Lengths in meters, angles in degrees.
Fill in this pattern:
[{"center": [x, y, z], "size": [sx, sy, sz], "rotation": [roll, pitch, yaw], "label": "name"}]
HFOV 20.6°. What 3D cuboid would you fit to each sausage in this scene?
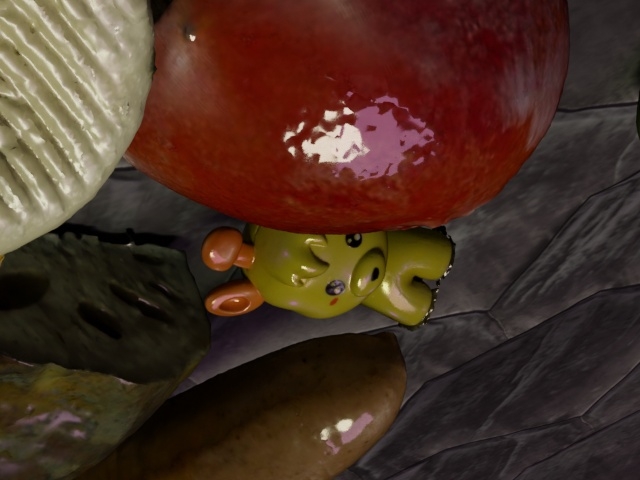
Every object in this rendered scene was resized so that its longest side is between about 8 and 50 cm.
[{"center": [-0.137, 0.197, 1.462], "size": [0.500, 0.136, 0.123], "rotation": [-23, 131, 32], "label": "sausage"}]

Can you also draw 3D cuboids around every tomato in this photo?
[{"center": [0.036, -0.086, 1.067], "size": [0.309, 0.170, 0.309], "rotation": [-34, 165, -10], "label": "tomato"}]

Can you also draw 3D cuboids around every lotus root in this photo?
[{"center": [-0.253, 0.111, 1.288], "size": [0.260, 0.149, 0.267], "rotation": [-39, 149, 29], "label": "lotus root"}]

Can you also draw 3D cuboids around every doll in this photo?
[{"center": [0.000, 0.000, 1.339], "size": [0.221, 0.135, 0.143], "rotation": [13, 105, -45], "label": "doll"}]

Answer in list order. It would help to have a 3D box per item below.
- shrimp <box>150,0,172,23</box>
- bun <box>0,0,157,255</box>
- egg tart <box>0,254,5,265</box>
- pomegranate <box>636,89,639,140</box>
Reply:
[{"center": [-0.103, -0.158, 1.010], "size": [0.095, 0.045, 0.162], "rotation": [6, 153, -13], "label": "shrimp"}, {"center": [-0.215, -0.108, 0.840], "size": [0.259, 0.160, 0.259], "rotation": [-18, 128, -24], "label": "bun"}, {"center": [-0.307, 0.011, 0.979], "size": [0.295, 0.116, 0.295], "rotation": [-19, 116, -44], "label": "egg tart"}, {"center": [0.308, -0.109, 1.408], "size": [0.122, 0.122, 0.161], "rotation": [-25, -166, 3], "label": "pomegranate"}]
